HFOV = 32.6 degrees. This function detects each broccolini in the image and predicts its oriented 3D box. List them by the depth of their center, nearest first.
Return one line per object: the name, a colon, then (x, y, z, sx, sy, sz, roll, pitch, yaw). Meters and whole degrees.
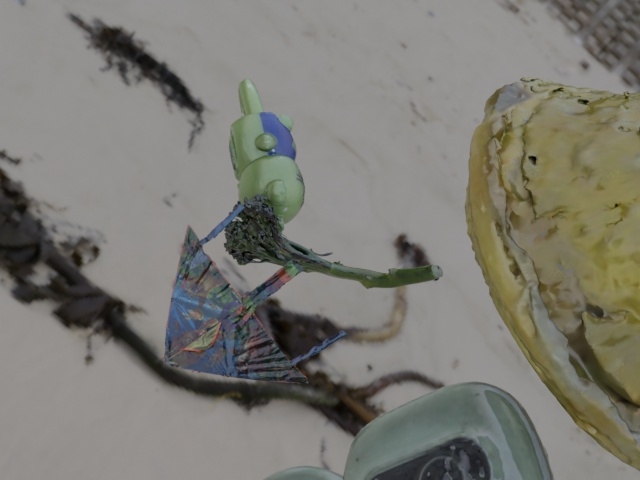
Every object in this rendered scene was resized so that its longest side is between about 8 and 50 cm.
broccolini: (0.008, 0.002, 1.266, 0.123, 0.271, 0.062, 65, 37, -61)

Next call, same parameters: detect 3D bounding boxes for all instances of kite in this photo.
kite: (-0.077, 0.064, 0.988, 0.160, 0.010, 0.183, -36, 82, -24)

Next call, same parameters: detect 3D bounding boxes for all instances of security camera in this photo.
security camera: (0.030, 0.215, 0.800, 0.080, 0.301, 0.157, 28, 39, -51)

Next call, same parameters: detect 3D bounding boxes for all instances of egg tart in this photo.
egg tart: (0.251, 0.009, 0.767, 0.345, 0.132, 0.345, 30, 42, -31)

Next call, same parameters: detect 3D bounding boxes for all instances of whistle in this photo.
whistle: (-0.070, -0.106, 1.366, 0.085, 0.105, 0.227, -7, 58, -11)
